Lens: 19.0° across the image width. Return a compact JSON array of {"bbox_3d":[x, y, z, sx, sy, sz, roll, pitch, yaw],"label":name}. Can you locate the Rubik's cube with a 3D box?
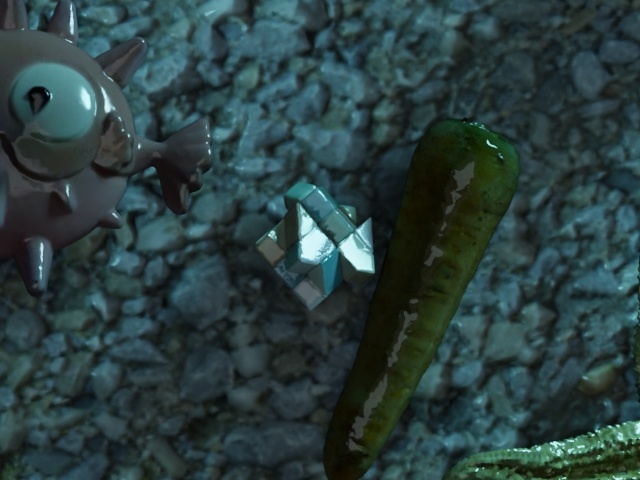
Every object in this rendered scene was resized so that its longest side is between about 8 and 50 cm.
[{"bbox_3d":[0.001,0.001,1.317,0.073,0.084,0.075,-42,107,5],"label":"Rubik's cube"}]

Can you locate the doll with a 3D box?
[{"bbox_3d":[-0.205,-0.067,1.308,0.262,0.093,0.211,11,81,-2],"label":"doll"}]

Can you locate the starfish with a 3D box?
[{"bbox_3d":[0.286,0.144,1.319,0.358,0.078,0.347,-41,86,-11],"label":"starfish"}]

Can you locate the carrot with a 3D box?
[{"bbox_3d":[0.056,0.058,1.326,0.078,0.078,0.298,23,94,0],"label":"carrot"}]
